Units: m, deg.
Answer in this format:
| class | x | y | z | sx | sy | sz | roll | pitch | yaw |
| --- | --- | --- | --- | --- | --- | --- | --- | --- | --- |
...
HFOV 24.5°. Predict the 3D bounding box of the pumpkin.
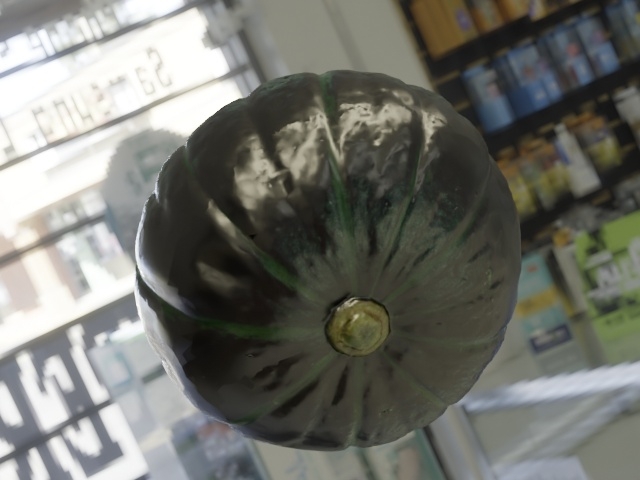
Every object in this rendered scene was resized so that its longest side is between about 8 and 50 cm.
| class | x | y | z | sx | sy | sz | roll | pitch | yaw |
| --- | --- | --- | --- | --- | --- | --- | --- | --- | --- |
| pumpkin | 0.000 | 0.000 | 0.950 | 0.248 | 0.248 | 0.248 | -24 | 4 | 2 |
